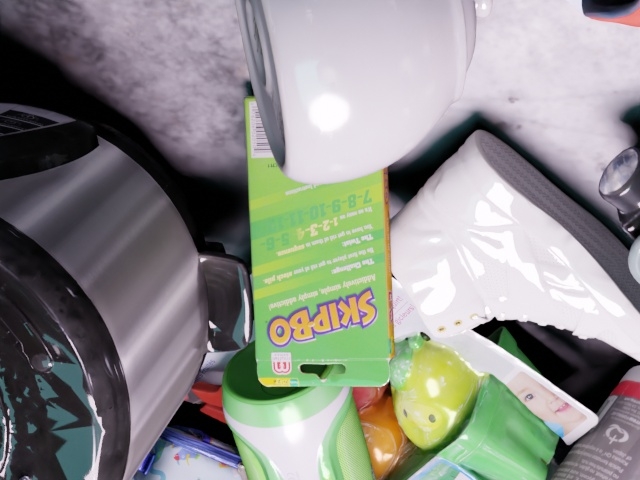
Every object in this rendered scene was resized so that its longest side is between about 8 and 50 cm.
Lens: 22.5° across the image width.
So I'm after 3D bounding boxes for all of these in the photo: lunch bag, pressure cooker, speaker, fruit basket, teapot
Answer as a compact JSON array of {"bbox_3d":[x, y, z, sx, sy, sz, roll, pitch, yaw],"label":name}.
[{"bbox_3d":[-0.122,0.264,1.772,0.176,0.090,0.219,24,170,-12],"label":"lunch bag"},{"bbox_3d":[-0.295,0.073,1.438,0.370,0.420,0.375,43,112,-4],"label":"pressure cooker"},{"bbox_3d":[-0.006,0.235,1.550,0.131,0.131,0.296,-4,124,18],"label":"speaker"},{"bbox_3d":[0.050,0.163,1.625,0.353,0.165,0.327,29,138,-12],"label":"fruit basket"},{"bbox_3d":[0.040,-0.171,1.218,0.187,0.256,0.252,-12,119,-6],"label":"teapot"}]

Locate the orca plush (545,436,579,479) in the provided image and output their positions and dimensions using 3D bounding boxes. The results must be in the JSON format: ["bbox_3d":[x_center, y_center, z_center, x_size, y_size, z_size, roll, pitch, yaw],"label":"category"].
[{"bbox_3d":[0.275,0.287,1.758,0.102,0.151,0.287,-19,132,-14],"label":"orca plush"}]

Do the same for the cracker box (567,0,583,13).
[{"bbox_3d":[0.217,-0.285,1.152,0.156,0.067,0.232,34,134,-22],"label":"cracker box"}]

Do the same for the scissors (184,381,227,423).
[{"bbox_3d":[-0.131,0.154,1.690,0.297,0.021,0.109,23,141,31],"label":"scissors"}]

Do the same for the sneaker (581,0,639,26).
[{"bbox_3d":[0.215,-0.268,1.022,0.148,0.131,0.350,-2,135,10],"label":"sneaker"}]

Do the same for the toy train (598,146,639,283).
[{"bbox_3d":[0.402,-0.004,1.384,0.334,0.142,0.190,34,122,-20],"label":"toy train"}]

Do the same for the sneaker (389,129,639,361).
[{"bbox_3d":[0.186,0.045,1.478,0.292,0.108,0.169,40,115,-16],"label":"sneaker"}]

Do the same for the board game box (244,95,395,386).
[{"bbox_3d":[0.000,0.000,1.427,0.124,0.259,0.039,-1,-178,15],"label":"board game box"}]

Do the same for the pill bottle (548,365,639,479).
[{"bbox_3d":[0.286,0.292,1.553,0.176,0.318,0.176,36,166,10],"label":"pill bottle"}]
